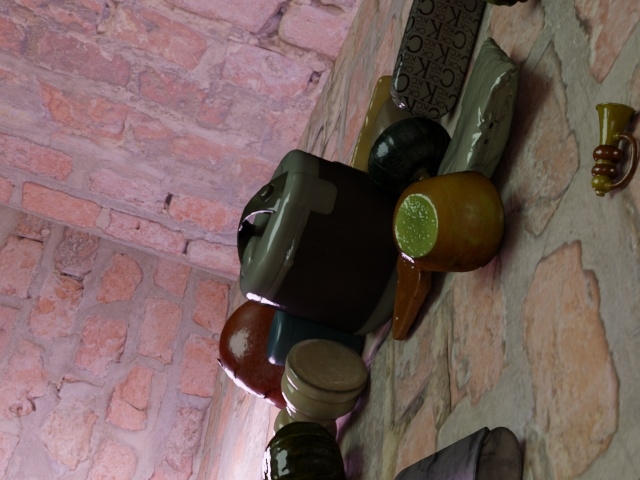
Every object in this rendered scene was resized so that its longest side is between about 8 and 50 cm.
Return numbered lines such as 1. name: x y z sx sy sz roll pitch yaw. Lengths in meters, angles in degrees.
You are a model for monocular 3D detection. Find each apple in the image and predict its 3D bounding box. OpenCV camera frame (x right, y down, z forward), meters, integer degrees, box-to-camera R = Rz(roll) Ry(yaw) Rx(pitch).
1. apple: 0.191 -0.031 1.452 0.163 0.146 0.147 10 103 51

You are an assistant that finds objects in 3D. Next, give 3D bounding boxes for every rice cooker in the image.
1. rice cooker: 0.000 0.000 1.935 0.335 0.325 0.335 -162 90 -79

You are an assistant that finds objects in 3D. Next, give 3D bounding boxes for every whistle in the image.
1. whistle: 0.347 -0.105 1.154 0.046 0.057 0.109 25 -111 -56

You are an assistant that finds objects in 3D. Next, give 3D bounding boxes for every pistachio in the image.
1. pistachio: 0.167 -0.203 2.017 0.136 0.136 0.226 121 158 -51

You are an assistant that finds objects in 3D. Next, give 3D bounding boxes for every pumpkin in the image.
1. pumpkin: -0.029 0.438 1.791 0.223 0.157 0.224 -178 90 -76
2. pumpkin: 0.167 -0.147 1.807 0.167 0.125 0.167 -38 -30 -27

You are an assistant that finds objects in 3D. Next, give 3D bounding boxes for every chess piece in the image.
1. chess piece: -0.025 0.354 1.955 0.167 0.167 0.300 -88 14 -58

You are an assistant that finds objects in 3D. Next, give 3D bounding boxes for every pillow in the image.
1. pillow: 0.258 -0.176 1.613 0.274 0.076 0.281 -81 8 -71

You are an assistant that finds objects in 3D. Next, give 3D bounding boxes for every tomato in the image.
1. tomato: -0.090 0.239 2.198 0.265 0.265 0.265 -161 90 -80

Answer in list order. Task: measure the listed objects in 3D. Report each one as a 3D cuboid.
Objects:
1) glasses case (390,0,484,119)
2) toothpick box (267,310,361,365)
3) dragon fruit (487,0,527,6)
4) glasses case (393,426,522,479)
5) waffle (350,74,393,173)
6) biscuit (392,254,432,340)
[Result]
1. glasses case: 0.236 -0.411 1.960 0.085 0.137 0.355 145 142 -74
2. toothpick box: -0.010 0.210 2.024 0.120 0.184 0.120 -167 90 -80
3. dragon fruit: 0.300 -0.479 1.650 0.166 0.172 0.160 141 146 -73
4. glasses case: 0.160 0.325 1.260 0.299 0.060 0.114 126 160 -59
5. waffle: 0.130 -0.221 2.198 0.221 0.055 0.248 55 -129 -73
6. biscuit: 0.166 0.044 1.707 0.183 0.043 0.280 -111 27 -75
